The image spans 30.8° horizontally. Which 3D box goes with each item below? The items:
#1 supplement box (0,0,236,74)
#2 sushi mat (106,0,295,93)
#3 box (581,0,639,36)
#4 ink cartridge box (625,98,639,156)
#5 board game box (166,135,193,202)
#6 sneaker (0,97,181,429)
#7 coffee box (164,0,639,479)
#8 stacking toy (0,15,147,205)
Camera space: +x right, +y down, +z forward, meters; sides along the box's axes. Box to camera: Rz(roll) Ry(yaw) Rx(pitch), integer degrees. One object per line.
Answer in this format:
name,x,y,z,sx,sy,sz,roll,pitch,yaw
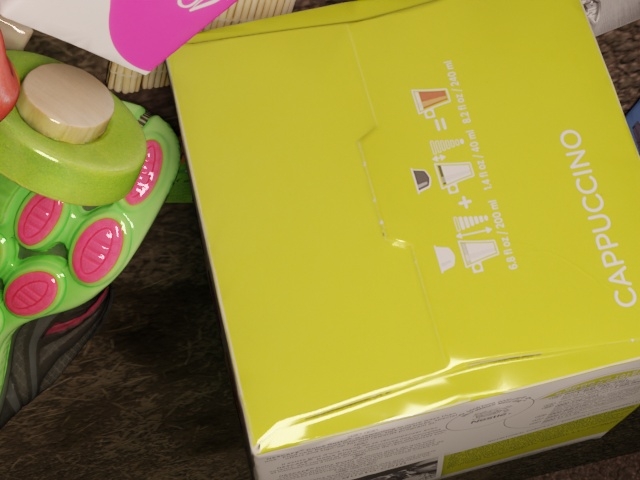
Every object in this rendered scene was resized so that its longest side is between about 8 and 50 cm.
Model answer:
supplement box,-0.125,-0.224,0.664,0.111,0.220,0.114,-32,150,28
sushi mat,-0.081,-0.219,0.927,0.151,0.019,0.316,-7,152,-20
box,0.251,-0.256,1.006,0.231,0.056,0.183,-21,153,8
ink cartridge box,0.424,-0.006,1.344,0.151,0.270,0.395,-4,150,-20
board game box,-0.059,-0.107,1.105,0.124,0.039,0.259,-1,157,-38
sneaker,-0.290,0.027,1.151,0.483,0.185,0.202,-46,-179,31
coffee box,0.073,0.016,0.991,0.338,0.338,0.334,-12,159,-6
stacking toy,-0.230,-0.149,0.706,0.279,0.309,0.130,-6,139,-53
